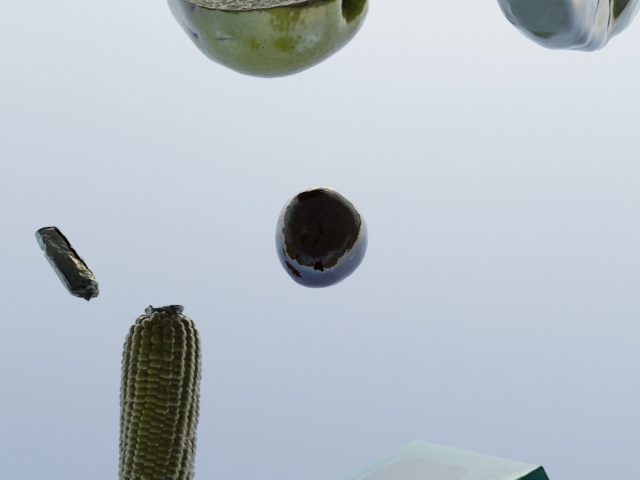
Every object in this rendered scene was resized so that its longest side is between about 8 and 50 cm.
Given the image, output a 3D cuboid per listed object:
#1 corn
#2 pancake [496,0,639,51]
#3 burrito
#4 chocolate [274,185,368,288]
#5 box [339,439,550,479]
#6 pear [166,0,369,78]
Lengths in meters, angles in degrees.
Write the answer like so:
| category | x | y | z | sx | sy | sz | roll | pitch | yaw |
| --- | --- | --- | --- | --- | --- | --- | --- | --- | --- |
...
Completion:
| category | x | y | z | sx | sy | sz | roll | pitch | yaw |
| --- | --- | --- | --- | --- | --- | --- | --- | --- | --- |
| corn | -0.273 | 0.300 | 1.443 | 0.144 | 0.144 | 0.387 | 2 | -106 | -4 |
| pancake | 0.126 | -0.225 | 0.346 | 0.049 | 0.294 | 0.294 | 15 | -142 | 35 |
| burrito | -0.434 | 0.041 | 1.475 | 0.058 | 0.045 | 0.188 | -23 | -128 | -29 |
| chocolate | 0.000 | 0.000 | 1.424 | 0.176 | 0.177 | 0.177 | 3 | -141 | -3 |
| box | 0.123 | 0.340 | 1.014 | 0.205 | 0.118 | 0.311 | -24 | -178 | -21 |
| pear | -0.103 | -0.413 | 1.616 | 0.386 | 0.191 | 0.340 | 16 | -141 | 29 |
